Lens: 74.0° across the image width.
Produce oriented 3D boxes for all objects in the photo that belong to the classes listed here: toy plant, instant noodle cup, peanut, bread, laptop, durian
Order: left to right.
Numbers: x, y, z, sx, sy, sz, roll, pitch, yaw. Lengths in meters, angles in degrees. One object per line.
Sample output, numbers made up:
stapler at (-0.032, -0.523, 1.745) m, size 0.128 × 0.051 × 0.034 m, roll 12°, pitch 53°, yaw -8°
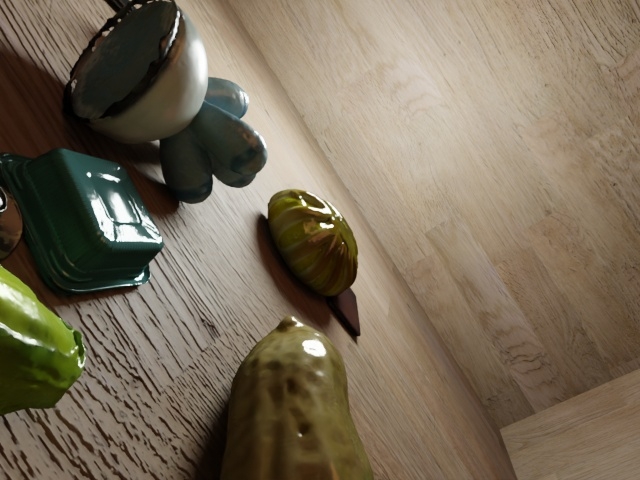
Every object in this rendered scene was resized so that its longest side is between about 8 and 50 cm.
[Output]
durian at (-0.277, 0.042, 0.284) m, size 0.139 × 0.101 × 0.250 m, roll 19°, pitch -23°, yaw 51°
instant noodle cup at (-0.269, -0.031, 0.509) m, size 0.179 × 0.070 × 0.157 m, roll 59°, pitch 13°, yaw 9°
toy plant at (-0.217, -0.202, 0.728) m, size 0.332 × 0.247 × 0.247 m, roll 42°, pitch 22°, yaw -53°
peanut at (-0.028, 0.244, 0.533) m, size 0.387 × 0.169 × 0.192 m, roll -98°, pitch 165°, yaw -59°
bread at (0.000, 0.000, 1.138) m, size 0.333 × 0.160 × 0.333 m, roll 52°, pitch 17°, yaw -24°
laptop at (0.067, 0.178, 1.267) m, size 0.154 × 0.026 × 0.207 m, roll 54°, pitch 16°, yaw -22°

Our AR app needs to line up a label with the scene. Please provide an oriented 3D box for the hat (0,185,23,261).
hat at (-0.320, -0.033, 0.376) m, size 0.121 × 0.050 × 0.121 m, roll 49°, pitch 20°, yaw -24°

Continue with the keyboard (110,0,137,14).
keyboard at (-0.508, -0.600, 0.959) m, size 0.230 × 0.025 × 0.094 m, roll 44°, pitch 18°, yaw -42°
